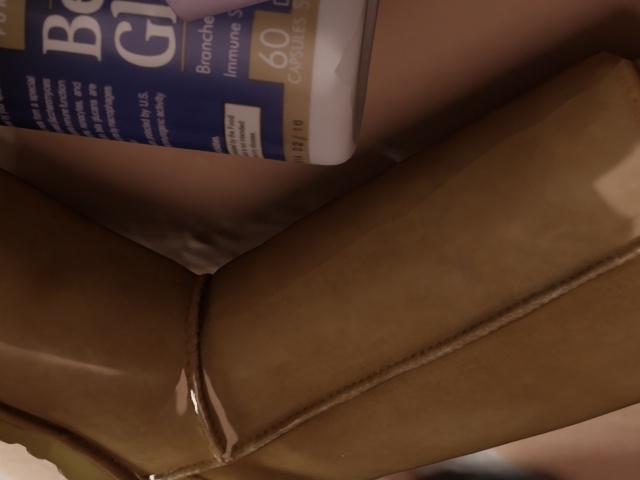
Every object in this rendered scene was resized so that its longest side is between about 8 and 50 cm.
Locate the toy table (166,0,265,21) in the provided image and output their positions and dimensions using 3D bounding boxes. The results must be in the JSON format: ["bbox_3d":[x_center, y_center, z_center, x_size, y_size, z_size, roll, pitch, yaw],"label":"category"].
[{"bbox_3d":[-0.115,-0.147,0.419,0.161,0.252,0.274,-16,126,4],"label":"toy table"}]

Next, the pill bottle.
[{"bbox_3d":[-0.069,-0.077,0.577,0.169,0.094,0.094,7,140,3],"label":"pill bottle"}]

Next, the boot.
[{"bbox_3d":[0.000,0.000,0.670,0.269,0.089,0.236,-26,131,31],"label":"boot"}]
